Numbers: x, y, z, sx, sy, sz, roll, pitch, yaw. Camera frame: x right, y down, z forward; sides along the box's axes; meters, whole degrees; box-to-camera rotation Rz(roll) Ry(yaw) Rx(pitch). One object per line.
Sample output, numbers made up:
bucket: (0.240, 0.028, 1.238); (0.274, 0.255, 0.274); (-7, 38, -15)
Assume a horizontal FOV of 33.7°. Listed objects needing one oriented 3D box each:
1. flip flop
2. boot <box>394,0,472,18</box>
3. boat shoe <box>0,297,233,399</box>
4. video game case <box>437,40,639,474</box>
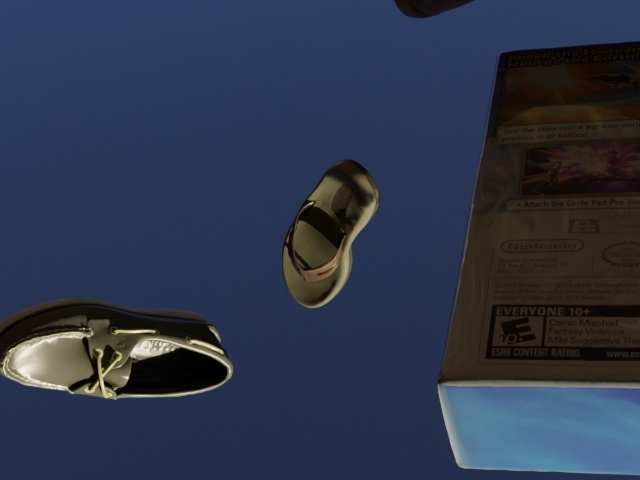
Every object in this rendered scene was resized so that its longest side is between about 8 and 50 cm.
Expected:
flip flop: (0.000, 0.000, 1.457); (0.112, 0.277, 0.080); (40, -130, 10)
boot: (0.146, -0.169, 0.558); (0.197, 0.073, 0.152); (-38, -138, -16)
boat shoe: (-0.244, 0.137, 1.265); (0.305, 0.109, 0.091); (4, -154, -39)
video game case: (0.203, -0.007, 0.467); (0.270, 0.061, 0.244); (-1, -139, 18)
